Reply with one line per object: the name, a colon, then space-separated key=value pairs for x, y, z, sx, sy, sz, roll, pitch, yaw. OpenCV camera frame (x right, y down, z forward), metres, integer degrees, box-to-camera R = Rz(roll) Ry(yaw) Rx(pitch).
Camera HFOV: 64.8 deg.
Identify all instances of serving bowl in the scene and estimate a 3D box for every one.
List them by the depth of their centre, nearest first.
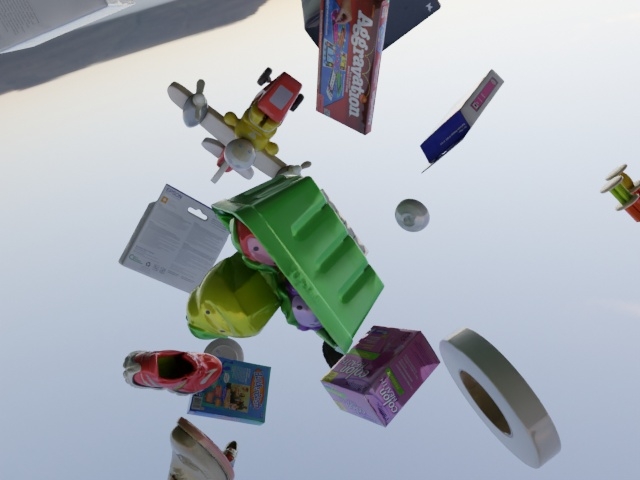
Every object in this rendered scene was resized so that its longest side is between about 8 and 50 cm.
serving bowl: x=0.204 y=-0.052 z=1.145 sx=0.083 sy=0.083 sz=0.027 roll=4 pitch=-149 yaw=34

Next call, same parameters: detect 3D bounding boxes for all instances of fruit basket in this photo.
fruit basket: x=-0.112 y=0.087 z=1.033 sx=0.391 sy=0.392 sz=0.283 roll=-27 pitch=-162 yaw=-19

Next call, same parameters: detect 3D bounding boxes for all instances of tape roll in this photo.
tape roll: x=0.460 y=0.409 z=1.334 sx=0.072 sy=0.392 sz=0.392 roll=-32 pitch=-150 yaw=-8

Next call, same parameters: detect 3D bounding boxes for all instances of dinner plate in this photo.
dinner plate: x=-0.330 y=0.401 z=1.716 sx=0.141 sy=0.141 sz=0.017 roll=-24 pitch=173 yaw=-15

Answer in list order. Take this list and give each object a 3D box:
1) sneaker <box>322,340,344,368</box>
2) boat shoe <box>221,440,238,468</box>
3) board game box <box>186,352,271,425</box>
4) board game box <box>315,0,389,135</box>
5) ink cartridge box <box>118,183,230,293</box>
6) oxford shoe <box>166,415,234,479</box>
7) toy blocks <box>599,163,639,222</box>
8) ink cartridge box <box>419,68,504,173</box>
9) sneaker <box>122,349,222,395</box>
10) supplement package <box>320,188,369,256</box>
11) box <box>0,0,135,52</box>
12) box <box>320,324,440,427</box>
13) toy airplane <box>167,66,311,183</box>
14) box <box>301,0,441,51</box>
sneaker: x=0.108 y=0.429 z=1.700 sx=0.130 sy=0.109 sz=0.286 roll=-39 pitch=-126 yaw=4
boat shoe: x=-0.242 y=0.568 z=1.335 sx=0.049 sy=0.043 sz=0.137 roll=16 pitch=173 yaw=2
board game box: x=-0.250 y=0.414 z=1.402 sx=0.210 sy=0.047 sz=0.160 roll=16 pitch=-126 yaw=-17
board game box: x=0.056 y=-0.365 z=1.028 sx=0.145 sy=0.281 sz=0.027 roll=32 pitch=-128 yaw=25
ink cartridge box: x=-0.526 y=0.002 z=1.886 sx=0.071 sy=0.324 sz=0.330 roll=17 pitch=-101 yaw=52
oxford shoe: x=-0.285 y=0.552 z=1.135 sx=0.140 sy=0.397 sz=0.146 roll=24 pitch=-135 yaw=32
toy blocks: x=0.683 y=-0.083 z=1.092 sx=0.123 sy=0.148 sz=0.054 roll=-41 pitch=177 yaw=-43
ink cartridge box: x=0.397 y=-0.347 z=1.453 sx=0.371 sy=0.069 sz=0.175 roll=-52 pitch=-173 yaw=-38
sneaker: x=-0.317 y=0.305 z=1.174 sx=0.118 sy=0.108 sz=0.279 roll=-15 pitch=161 yaw=28
supplement package: x=0.000 y=0.000 z=1.802 sx=0.177 sy=0.293 sz=0.175 roll=-30 pitch=-168 yaw=37
box: x=-0.718 y=-0.652 z=1.351 sx=0.345 sy=0.168 sz=0.215 roll=-17 pitch=-155 yaw=8
box: x=0.160 y=0.358 z=1.380 sx=0.243 sy=0.117 sz=0.213 roll=-41 pitch=-164 yaw=-26
toy airplane: x=-0.222 y=-0.282 z=1.455 sx=0.385 sy=0.385 sz=0.273 roll=1 pitch=-141 yaw=11
box: x=0.114 y=-0.624 z=1.303 sx=0.296 sy=0.182 sz=0.294 roll=-32 pitch=-143 yaw=21
